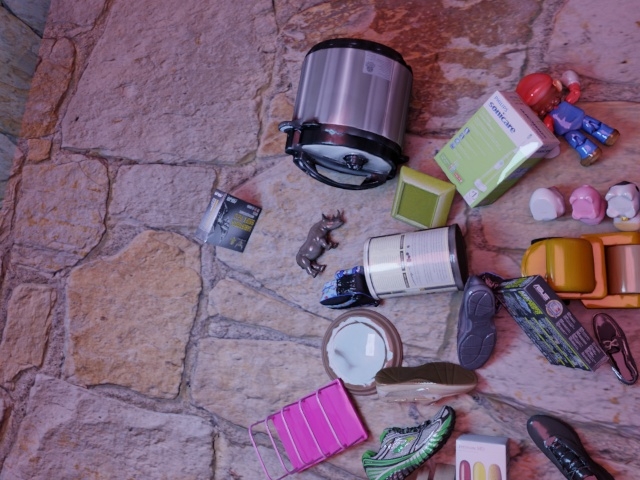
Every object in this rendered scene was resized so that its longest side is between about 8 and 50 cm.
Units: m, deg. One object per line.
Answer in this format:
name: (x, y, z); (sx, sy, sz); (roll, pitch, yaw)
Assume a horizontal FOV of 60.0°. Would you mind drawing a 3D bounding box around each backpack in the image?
backpack: (0.085, 0.161, 1.782); (0.173, 0.158, 0.116); (-17, 66, 32)
backpack: (0.497, 0.151, 1.639); (0.105, 0.084, 0.114); (26, 98, 22)

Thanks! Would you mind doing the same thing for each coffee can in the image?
coffee can: (0.291, 0.067, 1.677); (0.275, 0.201, 0.201); (-9, 78, 21)

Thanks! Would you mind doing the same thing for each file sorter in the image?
file sorter: (-0.045, 0.594, 1.718); (0.291, 0.182, 0.202); (-34, 73, 21)

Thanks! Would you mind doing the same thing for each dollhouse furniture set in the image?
dollhouse furniture set: (0.328, 0.758, 1.639); (0.144, 0.123, 0.151); (-1, 115, 23)

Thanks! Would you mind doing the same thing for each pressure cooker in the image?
pressure cooker: (0.085, -0.371, 1.747); (0.370, 0.375, 0.420); (7, 83, 21)

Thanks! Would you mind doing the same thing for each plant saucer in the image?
plant saucer: (0.126, 0.359, 1.787); (0.278, 0.041, 0.277); (-4, 78, 22)
plant saucer: (0.309, -0.115, 1.734); (0.188, 0.045, 0.188); (25, 126, 25)

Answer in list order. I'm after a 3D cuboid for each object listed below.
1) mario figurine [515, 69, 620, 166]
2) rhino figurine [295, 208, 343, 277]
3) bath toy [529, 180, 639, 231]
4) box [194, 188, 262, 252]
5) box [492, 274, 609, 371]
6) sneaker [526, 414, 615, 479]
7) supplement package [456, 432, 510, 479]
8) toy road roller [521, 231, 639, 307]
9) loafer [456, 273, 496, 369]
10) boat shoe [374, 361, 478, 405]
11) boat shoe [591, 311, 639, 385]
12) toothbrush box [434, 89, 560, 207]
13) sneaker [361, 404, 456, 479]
mario figurine: (0.715, -0.369, 1.641); (0.198, 0.170, 0.320); (-37, 76, -25)
rhino figurine: (0.000, 0.000, 1.884); (0.106, 0.073, 0.243); (29, 91, 22)
bath toy: (0.763, -0.100, 1.527); (0.348, 0.129, 0.151); (4, 123, 41)
box: (-0.319, -0.065, 1.943); (0.056, 0.231, 0.183); (24, 90, 28)
box: (0.599, 0.218, 1.473); (0.060, 0.216, 0.270); (-39, 87, -9)
sneaker: (0.670, 0.582, 1.468); (0.286, 0.130, 0.109); (44, 101, 24)
supplement package: (0.453, 0.676, 1.540); (0.139, 0.134, 0.244); (-2, 80, 22)
toy road roller: (0.710, 0.078, 1.476); (0.330, 0.241, 0.202); (-3, 80, 23)
loafer: (0.447, 0.235, 1.594); (0.109, 0.095, 0.302); (-2, 121, 4)
boat shoe: (0.318, 0.439, 1.666); (0.302, 0.109, 0.098); (-6, 115, 11)
boat shoe: (0.800, 0.290, 1.498); (0.075, 0.065, 0.206); (-23, 73, 18)
toothbrush box: (0.509, -0.263, 1.626); (0.206, 0.122, 0.283); (58, 133, 21)
sneaker: (0.257, 0.599, 1.638); (0.343, 0.134, 0.146); (-43, 66, 11)
